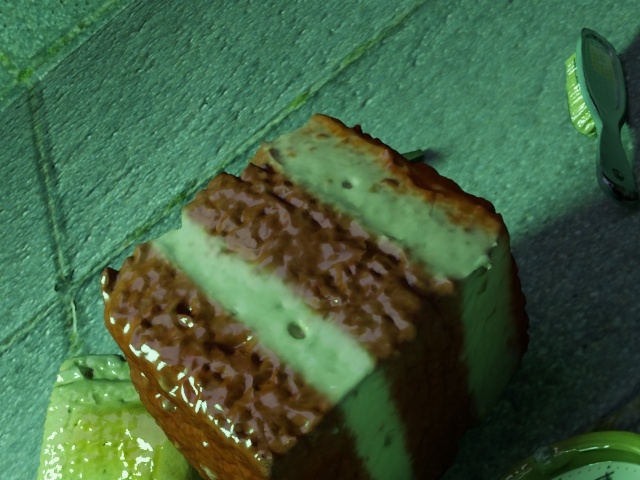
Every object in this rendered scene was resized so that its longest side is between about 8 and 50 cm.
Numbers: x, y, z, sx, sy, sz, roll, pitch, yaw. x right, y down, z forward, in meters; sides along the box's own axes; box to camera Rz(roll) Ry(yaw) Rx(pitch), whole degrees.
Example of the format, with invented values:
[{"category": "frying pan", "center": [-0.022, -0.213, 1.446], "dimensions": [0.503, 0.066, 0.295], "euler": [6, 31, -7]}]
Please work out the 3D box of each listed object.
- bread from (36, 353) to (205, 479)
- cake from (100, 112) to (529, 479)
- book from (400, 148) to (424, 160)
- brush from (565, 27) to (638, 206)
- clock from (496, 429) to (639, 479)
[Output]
[{"category": "bread", "center": [-0.183, 0.204, 1.492], "dimensions": [0.204, 0.163, 0.262], "euler": [3, 28, 8]}, {"category": "cake", "center": [0.005, 0.091, 1.280], "dimensions": [0.319, 0.269, 0.270], "euler": [-42, 57, -18]}, {"category": "book", "center": [0.037, -0.069, 1.747], "dimensions": [0.172, 0.012, 0.118], "euler": [-26, -2, 27]}, {"category": "brush", "center": [0.300, -0.127, 1.527], "dimensions": [0.060, 0.068, 0.297], "euler": [-47, 23, 35]}, {"category": "clock", "center": [0.202, 0.256, 1.112], "dimensions": [0.237, 0.057, 0.237], "euler": [-31, 28, 19]}]
